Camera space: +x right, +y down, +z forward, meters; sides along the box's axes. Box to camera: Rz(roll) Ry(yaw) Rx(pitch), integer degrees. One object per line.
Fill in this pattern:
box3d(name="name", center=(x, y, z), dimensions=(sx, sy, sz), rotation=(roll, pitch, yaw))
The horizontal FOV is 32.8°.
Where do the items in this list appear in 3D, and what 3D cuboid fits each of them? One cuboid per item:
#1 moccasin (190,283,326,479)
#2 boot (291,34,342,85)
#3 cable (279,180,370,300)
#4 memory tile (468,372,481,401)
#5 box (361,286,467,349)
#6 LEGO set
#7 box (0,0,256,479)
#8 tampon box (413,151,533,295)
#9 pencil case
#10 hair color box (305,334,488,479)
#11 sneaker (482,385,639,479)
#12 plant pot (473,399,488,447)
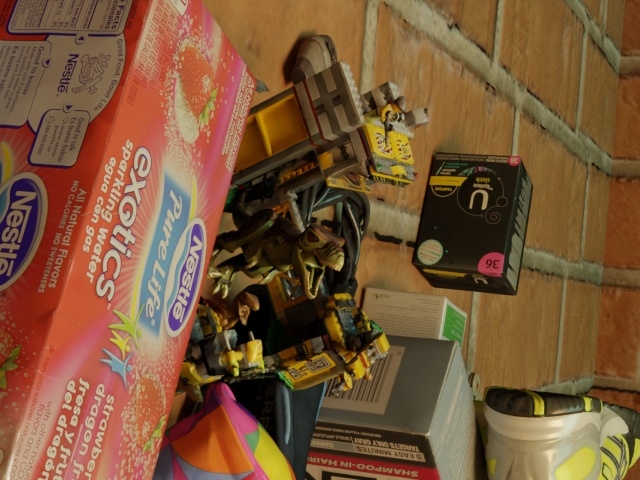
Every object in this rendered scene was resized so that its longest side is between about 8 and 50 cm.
box3d(name="moccasin", center=(-0.082, 0.184, 0.859), dimensions=(0.117, 0.138, 0.342), rotation=(63, 24, -43))
box3d(name="boot", center=(0.002, -0.141, 1.064), dimensions=(0.087, 0.042, 0.118), rotation=(-52, 140, -55))
box3d(name="cable", center=(0.000, 0.000, 1.090), dimensions=(0.150, 0.047, 0.184), rotation=(59, 44, -45))
box3d(name="memory tile", center=(0.224, 0.282, 1.667), dimensions=(0.148, 0.012, 0.113), rotation=(-51, 139, -51))
box3d(name="box", center=(0.106, 0.109, 1.262), dimensions=(0.101, 0.102, 0.087), rotation=(34, 65, -64))
box3d(name="LEGO set", center=(-0.021, -0.015, 0.758), dimensions=(0.331, 0.192, 0.255), rotation=(19, 52, -57))
box3d(name="box", center=(-0.135, 0.000, 0.530), dimensions=(0.122, 0.128, 0.257), rotation=(51, 48, -60))
box3d(name="tampon box", center=(0.205, -0.022, 1.438), dimensions=(0.101, 0.120, 0.161), rotation=(45, 54, -60))
box3d(name="pencil case", center=(-0.123, 0.179, 0.612), dimensions=(0.104, 0.236, 0.104), rotation=(58, 1, -1))
box3d(name="hair color box", center=(0.068, 0.253, 1.099), dimensions=(0.374, 0.185, 0.113), rotation=(71, 32, -42))
box3d(name="sneaker", center=(0.254, 0.239, 1.169), dimensions=(0.385, 0.145, 0.147), rotation=(20, 75, -59))
box3d(name="plant pot", center=(0.211, 0.321, 1.400), dimensions=(0.207, 0.227, 0.228), rotation=(41, 56, -53))
